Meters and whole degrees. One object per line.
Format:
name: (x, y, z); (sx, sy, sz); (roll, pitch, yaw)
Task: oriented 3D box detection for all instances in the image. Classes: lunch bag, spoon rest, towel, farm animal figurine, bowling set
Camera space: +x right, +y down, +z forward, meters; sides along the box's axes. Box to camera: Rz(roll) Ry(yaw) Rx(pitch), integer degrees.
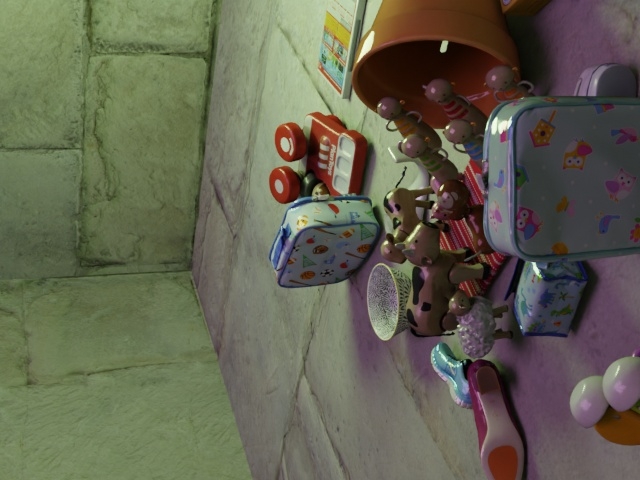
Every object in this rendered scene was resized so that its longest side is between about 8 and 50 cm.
lunch bag: (0.344, -0.078, 1.186); (0.108, 0.279, 0.224); (-145, 53, -70)
lunch bag: (0.000, 0.000, 2.197); (0.303, 0.243, 0.115); (113, 147, -52)
spoon rest: (0.189, -0.083, 1.938); (0.137, 0.084, 0.277); (-113, 15, -46)
towel: (0.294, -0.010, 1.698); (0.275, 0.031, 0.199); (109, 149, -49)
farm animal figurine: (0.205, 0.033, 1.658); (0.330, 0.172, 0.327); (-160, 66, -68)
bowling set: (0.221, -0.168, 1.496); (0.287, 0.154, 0.200); (-19, 46, 41)
lunch bag: (0.358, 0.062, 1.451); (0.151, 0.096, 0.129); (-95, 12, -53)

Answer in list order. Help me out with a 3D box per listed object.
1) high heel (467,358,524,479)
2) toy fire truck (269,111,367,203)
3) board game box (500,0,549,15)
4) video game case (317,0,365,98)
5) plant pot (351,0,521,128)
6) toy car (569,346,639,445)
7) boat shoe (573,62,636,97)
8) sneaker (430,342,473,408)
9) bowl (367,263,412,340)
high heel: (0.317, 0.341, 1.644); (0.117, 0.082, 0.244); (23, -129, -84)
toy fire truck: (0.011, -0.173, 2.301); (0.254, 0.169, 0.302); (39, 132, 40)
board game box: (0.350, -0.558, 1.423); (0.242, 0.064, 0.317); (142, 123, -66)
video game case: (0.053, -0.537, 2.303); (0.204, 0.025, 0.285); (-121, 35, -52)
plant pot: (0.208, -0.354, 1.572); (0.291, 0.290, 0.204); (133, 147, -63)
toy car: (0.441, 0.204, 1.197); (0.136, 0.159, 0.182); (-61, 2, -32)
boat shoe: (0.403, -0.130, 1.318); (0.084, 0.095, 0.258); (-147, 67, -71)
sneaker: (0.277, 0.255, 1.761); (0.073, 0.063, 0.162); (-61, 37, 25)
bowl: (0.172, 0.133, 1.978); (0.170, 0.080, 0.170); (177, 90, -70)
